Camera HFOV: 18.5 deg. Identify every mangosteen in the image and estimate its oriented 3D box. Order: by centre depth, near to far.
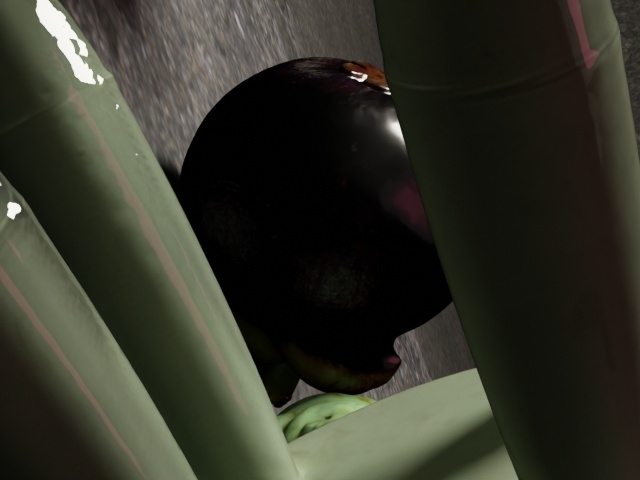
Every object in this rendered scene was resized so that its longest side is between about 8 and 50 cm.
[{"bbox_3d":[0.000,0.000,0.818,0.137,0.137,0.151,-80,-175,-74],"label":"mangosteen"}]

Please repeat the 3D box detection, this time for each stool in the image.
[{"bbox_3d":[-0.001,0.008,0.477,0.195,0.195,0.198,-84,154,-71],"label":"stool"}]

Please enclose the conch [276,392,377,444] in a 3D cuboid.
[{"bbox_3d":[0.017,0.133,0.793,0.170,0.079,0.106,74,19,-49],"label":"conch"}]
